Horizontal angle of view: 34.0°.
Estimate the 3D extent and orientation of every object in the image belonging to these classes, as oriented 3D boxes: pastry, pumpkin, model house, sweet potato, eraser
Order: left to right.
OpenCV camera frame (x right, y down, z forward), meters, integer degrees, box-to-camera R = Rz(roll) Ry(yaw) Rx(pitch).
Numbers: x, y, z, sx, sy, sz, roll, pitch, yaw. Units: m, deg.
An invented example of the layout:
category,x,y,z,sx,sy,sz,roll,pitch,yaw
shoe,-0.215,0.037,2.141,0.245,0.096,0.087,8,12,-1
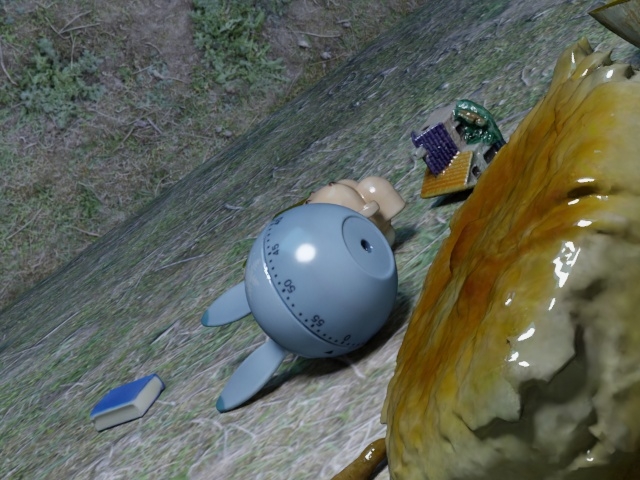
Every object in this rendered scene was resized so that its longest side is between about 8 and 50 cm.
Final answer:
category,x,y,z,sx,sy,sz,roll,pitch,yaw
eraser,-0.245,0.204,1.325,0.084,0.027,0.063,-23,19,33
sweet potato,0.025,0.186,0.822,0.115,0.026,0.026,-43,17,-28
model house,0.167,-0.109,1.317,0.100,0.101,0.087,-44,20,-32
pastry,0.150,0.040,0.672,0.330,0.136,0.330,-62,5,9
pumpkin,0.451,-0.274,1.275,0.217,0.110,0.217,-24,6,3

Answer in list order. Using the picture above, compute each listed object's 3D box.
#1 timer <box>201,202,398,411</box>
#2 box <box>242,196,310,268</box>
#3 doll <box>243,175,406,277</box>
category,x,y,z,sx,sy,sz,roll,pitch,yaw
timer,-0.015,0.070,1.108,0.175,0.175,0.255,-47,-10,-41
box,-0.038,-0.017,1.592,0.121,0.030,0.193,-27,17,24
doll,-0.002,0.001,1.328,0.154,0.119,0.278,-39,6,-25
